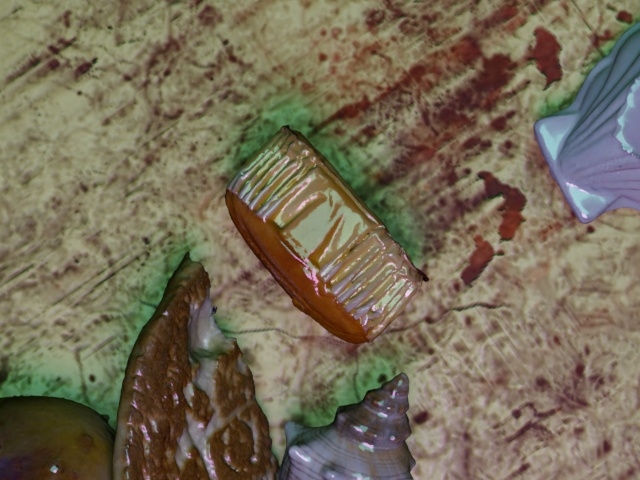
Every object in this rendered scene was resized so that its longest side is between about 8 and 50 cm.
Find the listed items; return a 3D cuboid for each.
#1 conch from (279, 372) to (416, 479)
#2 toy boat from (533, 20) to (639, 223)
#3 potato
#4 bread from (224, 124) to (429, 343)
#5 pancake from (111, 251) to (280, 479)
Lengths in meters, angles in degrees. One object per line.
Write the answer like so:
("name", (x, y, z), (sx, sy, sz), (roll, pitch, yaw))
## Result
("conch", (0.021, 0.203, 1.728), (0.137, 0.234, 0.114), (-11, 54, -31))
("toy boat", (0.339, -0.120, 1.768), (0.290, 0.100, 0.199), (-27, 82, -4))
("potato", (-0.272, 0.266, 1.666), (0.210, 0.173, 0.307), (6, 56, 5))
("bread", (0.000, 0.000, 1.741), (0.190, 0.132, 0.114), (44, 87, 8))
("pancake", (-0.108, 0.192, 1.710), (0.054, 0.197, 0.376), (-10, 70, 42))
